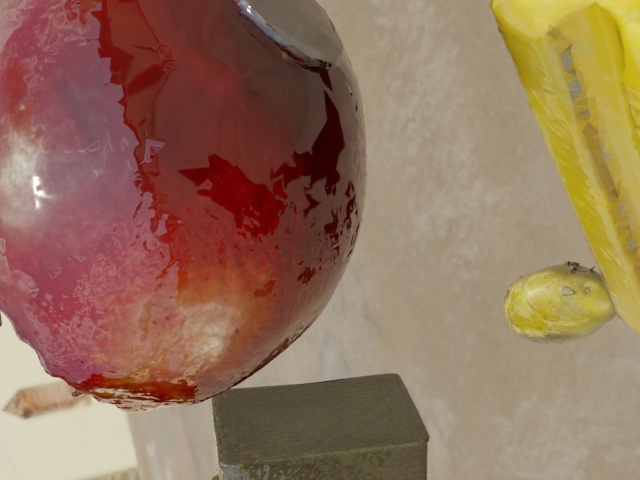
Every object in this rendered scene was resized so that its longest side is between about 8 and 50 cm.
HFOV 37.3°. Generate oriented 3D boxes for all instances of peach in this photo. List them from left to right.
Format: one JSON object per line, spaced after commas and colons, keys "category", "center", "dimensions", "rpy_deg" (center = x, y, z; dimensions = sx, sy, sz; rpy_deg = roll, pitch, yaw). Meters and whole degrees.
{"category": "peach", "center": [-0.125, -0.083, 0.771], "dimensions": [0.310, 0.335, 0.406], "rpy_deg": [-35, 45, 27]}

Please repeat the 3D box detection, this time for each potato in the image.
{"category": "potato", "center": [0.443, 0.118, 1.760], "dimensions": [0.300, 0.172, 0.140], "rpy_deg": [124, 152, -72]}

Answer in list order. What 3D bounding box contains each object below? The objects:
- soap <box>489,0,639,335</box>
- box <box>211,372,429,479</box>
{"category": "soap", "center": [0.205, -0.004, 0.397], "dimensions": [0.204, 0.096, 0.324], "rpy_deg": [40, 174, 40]}
{"category": "box", "center": [-0.007, 0.287, 1.253], "dimensions": [0.184, 0.273, 0.143], "rpy_deg": [-118, 25, -66]}
